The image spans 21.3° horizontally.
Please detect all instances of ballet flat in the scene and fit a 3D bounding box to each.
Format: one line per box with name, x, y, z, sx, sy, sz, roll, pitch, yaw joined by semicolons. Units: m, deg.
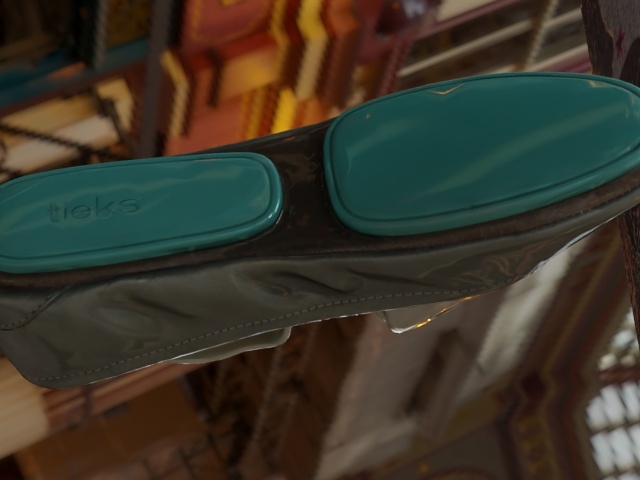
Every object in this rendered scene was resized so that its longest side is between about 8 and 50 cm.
ballet flat;0.000;0.000;0.503;0.072;0.213;0.068;-93;171;-46

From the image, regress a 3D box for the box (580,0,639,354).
box;0.196;-0.076;0.689;0.163;0.142;0.247;94;-4;-47
